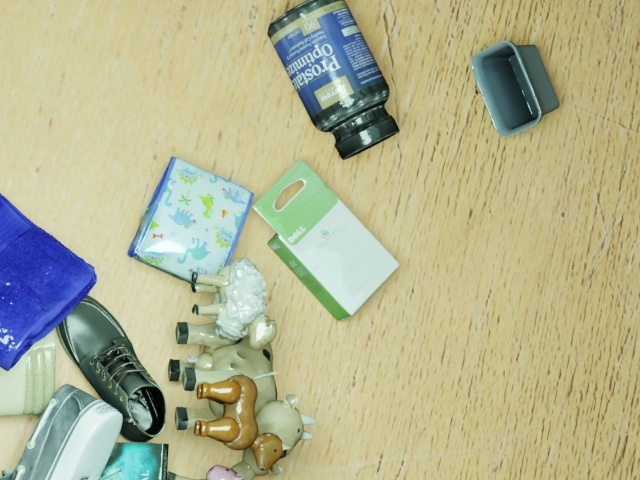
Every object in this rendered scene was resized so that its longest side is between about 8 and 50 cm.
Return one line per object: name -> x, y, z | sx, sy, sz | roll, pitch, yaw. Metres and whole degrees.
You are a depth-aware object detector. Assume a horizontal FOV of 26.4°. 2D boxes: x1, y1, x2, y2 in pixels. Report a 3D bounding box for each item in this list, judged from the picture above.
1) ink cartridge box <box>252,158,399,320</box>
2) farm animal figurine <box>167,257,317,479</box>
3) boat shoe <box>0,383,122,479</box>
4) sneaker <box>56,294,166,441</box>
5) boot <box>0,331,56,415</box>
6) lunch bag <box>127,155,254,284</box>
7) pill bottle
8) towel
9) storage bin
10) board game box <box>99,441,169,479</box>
ink cartridge box -> 0.000, 0.000, 1.932 | 0.209, 0.062, 0.109 | 47, 69, -6
farm animal figurine -> -0.103, 0.235, 1.778 | 0.172, 0.330, 0.327 | 5, 51, -16
boat shoe -> -0.362, 0.325, 1.722 | 0.102, 0.108, 0.301 | 27, 93, 21
sneaker -> -0.264, 0.159, 1.781 | 0.083, 0.118, 0.222 | -33, 92, -21
boot -> -0.446, 0.109, 1.740 | 0.203, 0.095, 0.262 | -7, 80, -22
lunch bag -> -0.175, -0.023, 1.858 | 0.129, 0.096, 0.151 | 24, 83, -14
pill bottle -> 0.024, -0.232, 1.950 | 0.123, 0.123, 0.219 | -27, 90, -21
towel -> -0.440, 0.002, 1.700 | 0.308, 0.076, 0.227 | 38, 31, -1
storage bin -> 0.298, -0.232, 2.071 | 0.091, 0.098, 0.135 | -18, 86, -49
board game box -> -0.263, 0.354, 1.765 | 0.126, 0.026, 0.186 | -1, 79, 13
